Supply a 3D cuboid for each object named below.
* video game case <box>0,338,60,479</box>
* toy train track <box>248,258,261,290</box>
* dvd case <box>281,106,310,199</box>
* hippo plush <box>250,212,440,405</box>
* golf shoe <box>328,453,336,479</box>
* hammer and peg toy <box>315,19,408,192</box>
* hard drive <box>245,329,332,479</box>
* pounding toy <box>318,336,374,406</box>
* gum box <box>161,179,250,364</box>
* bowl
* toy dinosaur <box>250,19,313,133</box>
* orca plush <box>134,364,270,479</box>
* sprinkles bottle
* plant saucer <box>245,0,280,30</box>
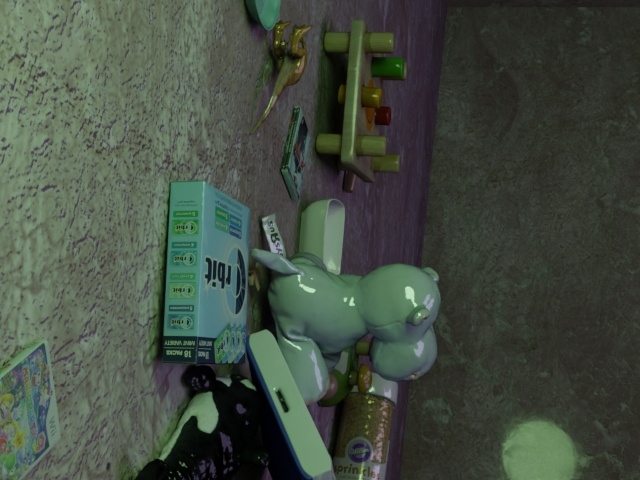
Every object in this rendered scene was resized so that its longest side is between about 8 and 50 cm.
[{"bbox_3d":[-0.222,0.134,0.581,0.122,0.011,0.087,-55,146,-66],"label":"video game case"},{"bbox_3d":[-0.090,0.037,1.122,0.083,0.014,0.048,-72,155,-64],"label":"toy train track"},{"bbox_3d":[-0.037,-0.135,1.296,0.087,0.013,0.120,71,27,-59],"label":"dvd case"},{"bbox_3d":[0.054,0.088,1.197,0.234,0.236,0.294,-78,162,-64],"label":"hippo plush"},{"bbox_3d":[-0.001,0.500,1.427,0.140,0.115,0.306,-75,167,-62],"label":"golf shoe"},{"bbox_3d":[0.095,-0.236,1.581,0.361,0.127,0.266,22,72,-76],"label":"hammer and peg toy"},{"bbox_3d":[-0.034,0.293,1.090,0.319,0.040,0.210,86,-20,-47],"label":"hard drive"},{"bbox_3d":[0.058,0.231,1.596,0.237,0.110,0.183,51,45,-72],"label":"pounding toy"},{"bbox_3d":[-0.120,0.041,0.902,0.157,0.041,0.185,33,57,-75],"label":"gum box"},{"bbox_3d":[0.000,0.000,1.407,0.142,0.053,0.142,10,84,-78],"label":"bowl"},{"bbox_3d":[-0.042,-0.237,1.138,0.211,0.064,0.112,-65,156,-57],"label":"toy dinosaur"},{"bbox_3d":[-0.106,0.217,0.902,0.287,0.102,0.151,12,82,-77],"label":"orca plush"},{"bbox_3d":[0.084,0.461,1.747,0.121,0.121,0.356,70,27,-60],"label":"sprinkles bottle"},{"bbox_3d":[-0.076,-0.328,1.057,0.119,0.021,0.119,3,90,-78],"label":"plant saucer"}]
